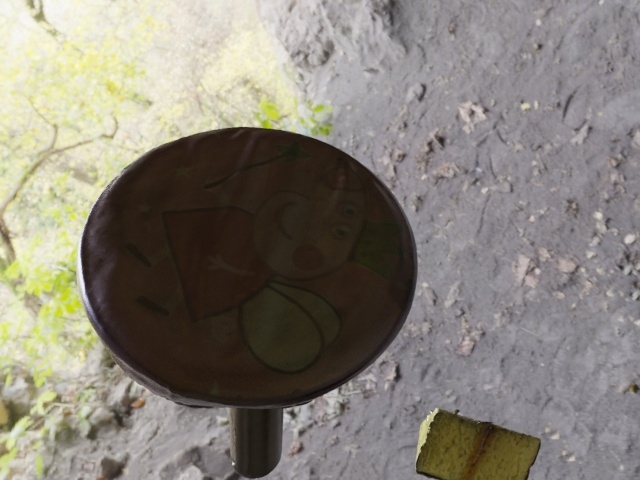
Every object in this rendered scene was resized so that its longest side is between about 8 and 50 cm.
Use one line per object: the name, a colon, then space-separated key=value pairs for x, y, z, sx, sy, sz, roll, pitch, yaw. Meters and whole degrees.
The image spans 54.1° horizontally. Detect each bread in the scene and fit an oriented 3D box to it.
bread: x=0.356 y=0.487 z=1.449 sx=0.265 sy=0.142 sz=0.178 roll=17 pitch=87 yaw=1

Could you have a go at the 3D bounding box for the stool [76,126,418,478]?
stool: x=-0.060 y=0.049 z=0.555 sx=0.179 sy=0.271 sz=0.272 roll=98 pitch=156 yaw=-50
